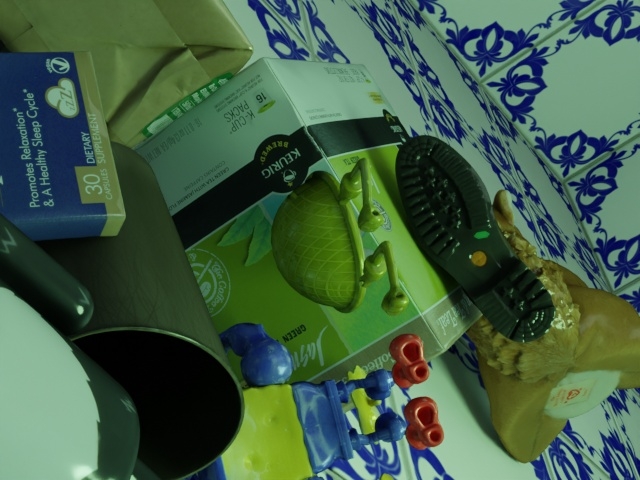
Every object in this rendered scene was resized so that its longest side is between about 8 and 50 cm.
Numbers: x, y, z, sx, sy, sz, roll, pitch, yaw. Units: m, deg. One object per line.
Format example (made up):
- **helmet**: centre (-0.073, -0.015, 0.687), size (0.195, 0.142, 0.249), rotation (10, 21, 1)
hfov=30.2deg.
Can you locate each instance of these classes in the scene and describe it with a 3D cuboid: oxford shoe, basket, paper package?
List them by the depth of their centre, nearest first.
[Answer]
- **basket**: centre (-0.163, 0.044, 0.902), size (0.204, 0.154, 0.226), rotation (61, 5, -49)
- **paper package**: centre (-0.215, -0.252, 1.093), size (0.309, 0.168, 0.325), rotation (52, 2, -13)
- **oxford shoe**: centre (0.143, 0.001, 1.171), size (0.227, 0.083, 0.096), rotation (60, 2, 3)

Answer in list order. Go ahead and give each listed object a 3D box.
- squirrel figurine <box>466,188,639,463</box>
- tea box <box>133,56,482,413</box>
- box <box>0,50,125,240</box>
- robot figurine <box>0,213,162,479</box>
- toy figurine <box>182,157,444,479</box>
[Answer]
- **squirrel figurine**: centre (0.277, 0.071, 1.754), size (0.397, 0.281, 0.370), rotation (39, 19, -47)
- **tea box**: centre (0.000, 0.000, 1.251), size (0.323, 0.220, 0.329), rotation (58, 20, 5)
- **box**: centre (-0.254, -0.061, 0.796), size (0.225, 0.036, 0.136), rotation (-6, 67, -24)
- **robot figurine**: centre (-0.211, 0.102, 0.646), size (0.278, 0.174, 0.209), rotation (47, 9, -27)
- **toy figurine**: centre (-0.038, 0.131, 0.963), size (0.191, 0.217, 0.362), rotation (151, -76, -76)
